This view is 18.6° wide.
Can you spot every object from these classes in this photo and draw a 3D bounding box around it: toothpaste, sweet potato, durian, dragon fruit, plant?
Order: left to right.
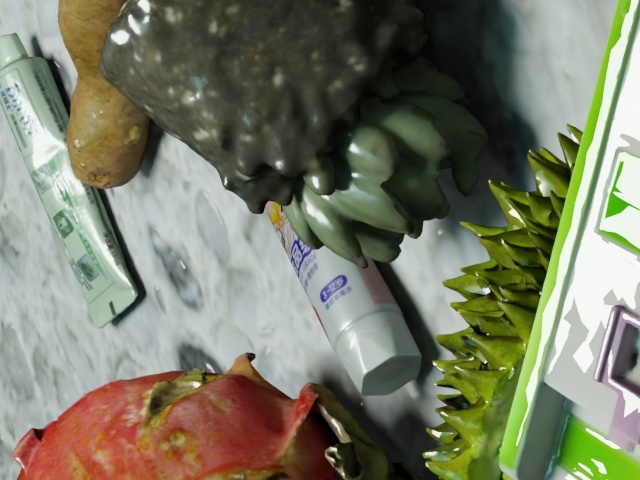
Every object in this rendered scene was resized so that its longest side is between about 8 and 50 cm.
[{"bbox_3d":[-0.181,-0.046,1.360,0.064,0.041,0.218,-36,74,48],"label":"toothpaste"},{"bbox_3d":[-0.130,-0.145,1.187,0.281,0.059,0.067,96,-178,-51],"label":"sweet potato"},{"bbox_3d":[-0.051,0.221,1.059,0.291,0.269,0.250,58,151,33],"label":"dragon fruit"},{"bbox_3d":[-0.010,-0.080,0.986,0.129,0.194,0.132,-52,8,5],"label":"plant"},{"bbox_3d":[0.000,0.000,1.104,0.194,0.043,0.067,62,147,33],"label":"toothpaste"},{"bbox_3d":[0.136,0.117,0.908,0.169,0.157,0.355,-8,95,21],"label":"durian"}]

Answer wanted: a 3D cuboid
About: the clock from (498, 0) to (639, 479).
[{"bbox_3d":[0.224,0.036,0.641,0.309,0.166,0.235,32,116,47],"label":"clock"}]
